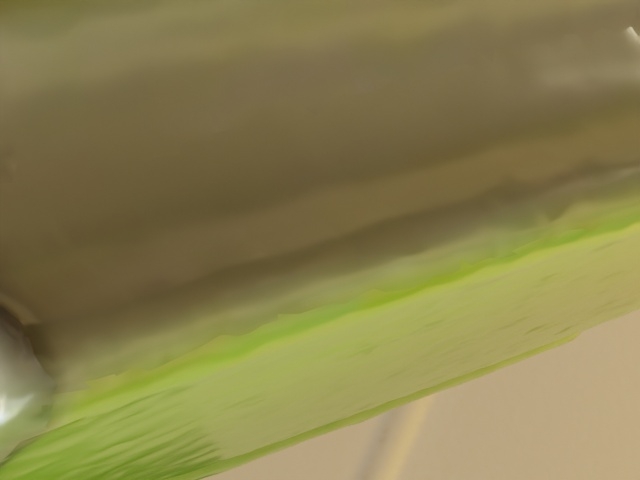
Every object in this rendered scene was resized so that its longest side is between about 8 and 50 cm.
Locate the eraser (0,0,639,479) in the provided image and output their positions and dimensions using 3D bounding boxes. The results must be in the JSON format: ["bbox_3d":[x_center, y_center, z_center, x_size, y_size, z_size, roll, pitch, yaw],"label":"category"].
[{"bbox_3d":[0.000,0.000,0.457,0.274,0.210,0.092,-17,-103,-32],"label":"eraser"}]
